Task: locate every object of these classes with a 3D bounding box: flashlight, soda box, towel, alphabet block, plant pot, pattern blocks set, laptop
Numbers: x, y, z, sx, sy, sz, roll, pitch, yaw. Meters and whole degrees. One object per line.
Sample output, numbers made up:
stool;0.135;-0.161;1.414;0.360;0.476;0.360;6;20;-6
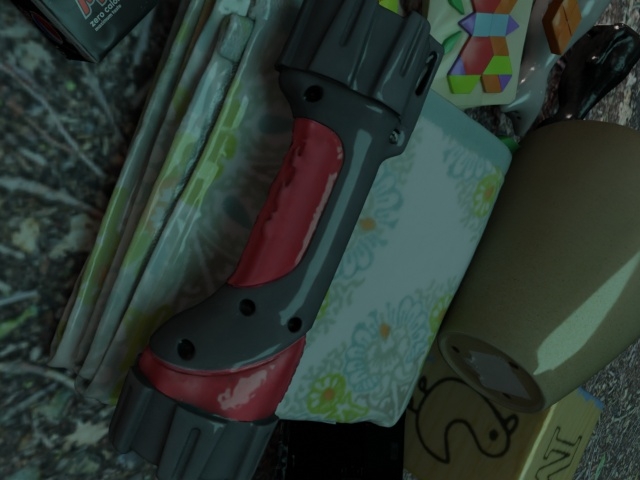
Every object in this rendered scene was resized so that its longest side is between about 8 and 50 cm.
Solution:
flashlight;-0.032;-0.006;0.353;0.103;0.103;0.304;16;96;-65
soda box;-0.115;-0.192;0.357;0.169;0.053;0.060;-53;133;-14
towel;0.000;0.000;0.492;0.375;0.090;0.320;20;97;-40
alphabet block;0.238;0.256;0.764;0.193;0.192;0.197;32;82;-43
plant pot;0.262;0.048;0.633;0.274;0.256;0.256;-47;132;-24
pattern blocks set;0.164;-0.224;0.574;0.285;0.026;0.324;-23;123;-18
laptop;-0.017;0.282;0.659;0.234;0.137;0.264;27;61;-46

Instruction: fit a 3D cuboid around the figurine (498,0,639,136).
figurine;0.317;-0.215;0.735;0.215;0.092;0.209;24;93;-44
